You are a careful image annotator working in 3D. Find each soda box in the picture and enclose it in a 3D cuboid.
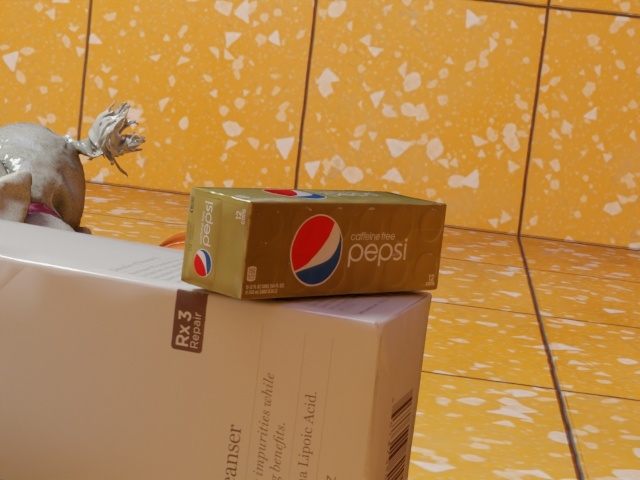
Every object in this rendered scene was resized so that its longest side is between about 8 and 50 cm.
[{"bbox_3d":[0.000,0.000,0.921,0.058,0.061,0.181,14,10,43],"label":"soda box"}]

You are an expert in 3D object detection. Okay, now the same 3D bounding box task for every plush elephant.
[{"bbox_3d":[-0.336,0.009,1.573,0.330,0.272,0.255,-27,36,23],"label":"plush elephant"}]

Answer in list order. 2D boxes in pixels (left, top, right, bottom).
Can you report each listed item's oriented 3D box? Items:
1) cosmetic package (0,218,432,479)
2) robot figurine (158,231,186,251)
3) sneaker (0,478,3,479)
[{"bbox_3d":[-0.133,0.113,0.983,0.385,0.217,0.156,7,7,15],"label":"cosmetic package"},{"bbox_3d":[-0.154,0.058,1.694,0.158,0.128,0.219,23,6,-3],"label":"robot figurine"},{"bbox_3d":[-0.279,0.148,0.810,0.275,0.107,0.110,16,-33,-7],"label":"sneaker"}]
